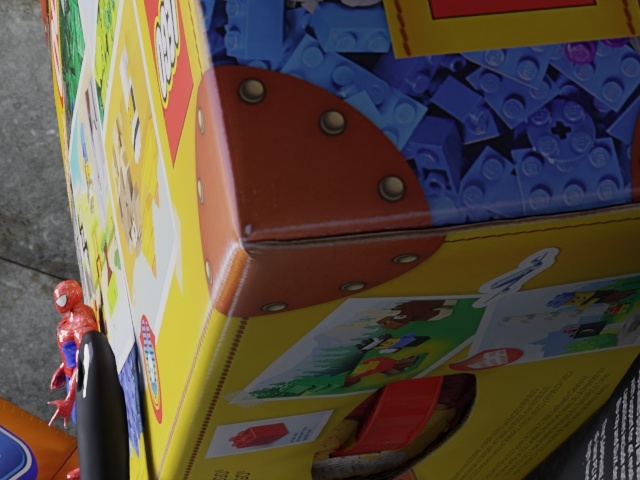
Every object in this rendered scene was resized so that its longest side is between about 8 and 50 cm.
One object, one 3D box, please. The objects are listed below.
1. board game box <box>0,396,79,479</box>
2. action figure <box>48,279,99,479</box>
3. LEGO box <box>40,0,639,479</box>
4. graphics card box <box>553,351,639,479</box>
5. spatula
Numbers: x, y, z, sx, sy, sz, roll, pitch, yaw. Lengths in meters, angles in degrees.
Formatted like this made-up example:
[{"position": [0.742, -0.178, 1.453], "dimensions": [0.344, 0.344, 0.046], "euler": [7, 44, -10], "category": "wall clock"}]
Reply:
[{"position": [-0.302, 0.359, 1.454], "dimensions": [0.356, 0.356, 0.356], "euler": [-63, -4, 26], "category": "board game box"}, {"position": [-0.117, 0.071, 0.953], "dimensions": [0.038, 0.030, 0.115], "euler": [-111, 20, -64], "category": "action figure"}, {"position": [-0.003, -0.089, 0.858], "dimensions": [0.500, 0.193, 0.372], "euler": [113, 149, -67], "category": "LEGO box"}, {"position": [0.122, 0.129, 0.549], "dimensions": [0.233, 0.094, 0.371], "euler": [-83, 16, -51], "category": "graphics card box"}, {"position": [-0.077, 0.178, 0.856], "dimensions": [0.084, 0.030, 0.296], "euler": [-136, 35, -67], "category": "spatula"}]
